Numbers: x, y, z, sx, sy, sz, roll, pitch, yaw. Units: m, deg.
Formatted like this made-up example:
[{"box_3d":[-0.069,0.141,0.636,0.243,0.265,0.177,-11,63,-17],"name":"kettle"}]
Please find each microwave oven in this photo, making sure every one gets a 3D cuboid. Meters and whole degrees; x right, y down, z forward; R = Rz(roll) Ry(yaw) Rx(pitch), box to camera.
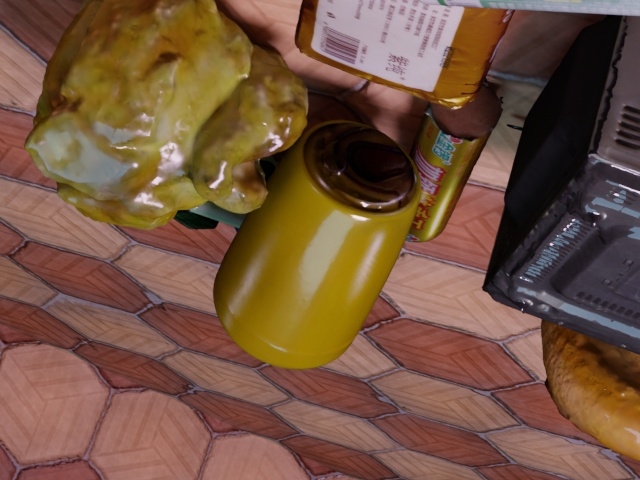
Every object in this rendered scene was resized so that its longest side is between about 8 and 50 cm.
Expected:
[{"box_3d":[0.318,-0.037,1.264,0.286,0.218,0.355,19,159,-2],"name":"microwave oven"}]

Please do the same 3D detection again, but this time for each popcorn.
[{"box_3d":[-0.157,-0.127,1.417,0.276,0.225,0.276,4,138,3],"name":"popcorn"}]

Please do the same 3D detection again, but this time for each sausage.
[{"box_3d":[0.125,-0.071,1.547,0.082,0.082,0.371,18,159,2],"name":"sausage"}]

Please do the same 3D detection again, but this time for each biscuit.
[{"box_3d":[0.381,0.108,1.481,0.296,0.296,0.102,16,139,7],"name":"biscuit"}]

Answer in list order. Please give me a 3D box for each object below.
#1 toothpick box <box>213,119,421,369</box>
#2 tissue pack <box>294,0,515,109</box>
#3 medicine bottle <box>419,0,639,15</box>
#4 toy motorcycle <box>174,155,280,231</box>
[{"box_3d":[0.000,0.000,1.511,0.175,0.175,0.271,22,135,-6],"name":"toothpick box"},{"box_3d":[0.076,-0.214,1.213,0.183,0.092,0.226,19,158,1],"name":"tissue pack"},{"box_3d":[0.204,-0.227,1.000,0.274,0.133,0.133,7,156,16],"name":"medicine bottle"},{"box_3d":[-0.057,-0.027,1.752,0.196,0.125,0.331,-1,155,40],"name":"toy motorcycle"}]
